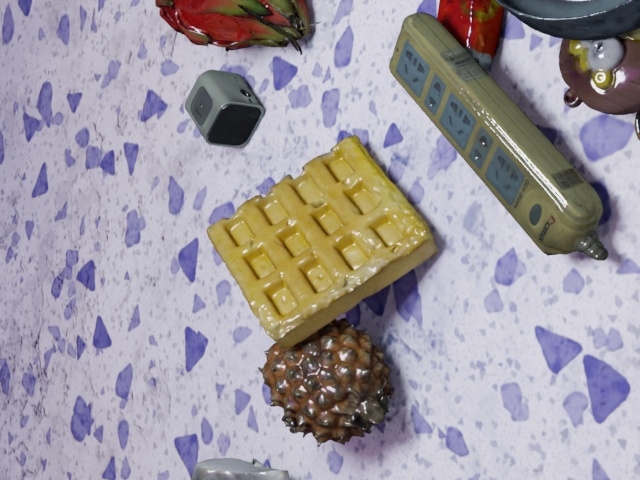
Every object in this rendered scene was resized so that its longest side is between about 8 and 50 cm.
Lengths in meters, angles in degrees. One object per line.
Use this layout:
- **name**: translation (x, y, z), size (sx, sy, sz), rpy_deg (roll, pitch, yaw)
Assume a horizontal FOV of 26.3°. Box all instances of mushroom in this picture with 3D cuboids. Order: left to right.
- **mushroom**: translation (-0.133, 0.463, 1.956), size (0.159, 0.122, 0.329), rpy_deg (21, 103, 59)

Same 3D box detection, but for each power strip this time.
- **power strip**: translation (0.204, -0.113, 1.593), size (0.387, 0.066, 0.092), rpy_deg (52, 145, 27)

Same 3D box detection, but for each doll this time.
- **doll**: translation (0.330, -0.223, 1.480), size (0.145, 0.096, 0.188), rpy_deg (28, 97, 45)

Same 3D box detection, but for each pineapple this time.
- **pineapple**: translation (0.018, 0.188, 1.771), size (0.193, 0.166, 0.166), rpy_deg (32, 111, 46)

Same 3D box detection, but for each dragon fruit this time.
- **dragon fruit**: translation (-0.115, -0.376, 1.974), size (0.293, 0.234, 0.234), rpy_deg (26, 109, 16)

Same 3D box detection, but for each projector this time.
- **projector**: translation (-0.145, -0.198, 2.059), size (0.083, 0.083, 0.082), rpy_deg (-59, 46, 30)

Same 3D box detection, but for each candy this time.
- **candy**: translation (0.186, -0.296, 1.684), size (0.086, 0.059, 0.292), rpy_deg (13, 95, 52)

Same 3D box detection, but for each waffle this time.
- **waffle**: translation (0.000, 0.000, 1.785), size (0.248, 0.055, 0.221), rpy_deg (-32, 51, -2)

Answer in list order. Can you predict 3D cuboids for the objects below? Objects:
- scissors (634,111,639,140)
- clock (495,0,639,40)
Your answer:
- **scissors**: translation (0.388, -0.051, 1.448), size (0.088, 0.017, 0.220), rpy_deg (-23, 69, 44)
- **clock**: translation (0.305, -0.360, 1.462), size (0.312, 0.061, 0.313), rpy_deg (-16, 60, 31)
